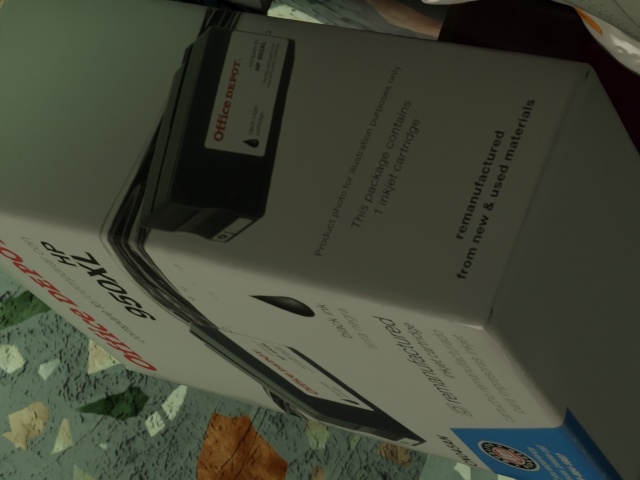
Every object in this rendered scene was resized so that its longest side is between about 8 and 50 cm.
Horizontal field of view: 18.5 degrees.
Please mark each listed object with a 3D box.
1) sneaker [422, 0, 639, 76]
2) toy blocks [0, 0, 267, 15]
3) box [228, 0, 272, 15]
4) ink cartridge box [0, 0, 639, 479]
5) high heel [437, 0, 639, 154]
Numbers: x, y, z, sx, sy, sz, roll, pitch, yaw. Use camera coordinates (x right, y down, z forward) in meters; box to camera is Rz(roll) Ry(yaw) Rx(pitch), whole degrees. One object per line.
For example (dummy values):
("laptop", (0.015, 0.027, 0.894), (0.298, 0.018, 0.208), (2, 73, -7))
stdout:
("sneaker", (0.117, -0.149, 0.890), (0.262, 0.099, 0.121), (15, 169, -21))
("toy blocks", (-0.153, -0.140, 1.401), (0.261, 0.191, 0.381), (-15, 152, 35))
("box", (-0.064, -0.190, 1.096), (0.101, 0.087, 0.102), (20, 175, 3))
("ink cartridge box", (0.000, 0.000, 1.200), (0.395, 0.166, 0.285), (13, 160, 31))
("high heel", (0.167, -0.060, 1.287), (0.181, 0.127, 0.377), (24, 175, 9))
